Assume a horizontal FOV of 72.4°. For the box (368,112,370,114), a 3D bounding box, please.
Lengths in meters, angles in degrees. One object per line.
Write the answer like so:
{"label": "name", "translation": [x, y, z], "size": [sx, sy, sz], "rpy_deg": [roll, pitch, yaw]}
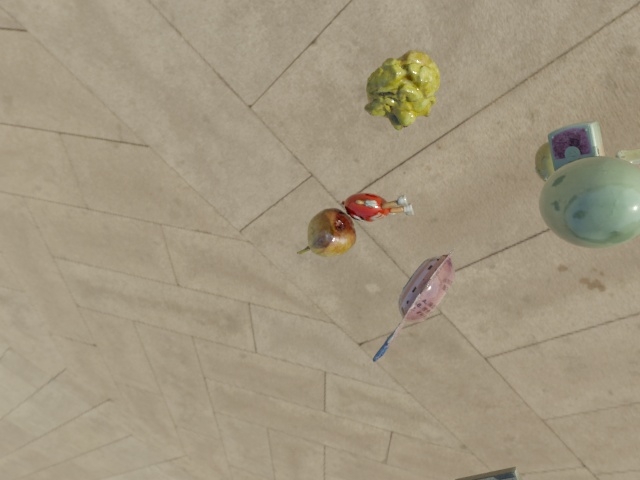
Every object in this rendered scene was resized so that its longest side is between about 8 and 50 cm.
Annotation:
{"label": "box", "translation": [0.213, -0.539, 1.723], "size": [0.031, 0.126, 0.091], "rpy_deg": [35, 107, -2]}

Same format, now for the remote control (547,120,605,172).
{"label": "remote control", "translation": [0.789, -0.181, 1.319], "size": [0.145, 0.050, 0.344], "rpy_deg": [2, 109, 62]}

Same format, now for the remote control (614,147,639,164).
{"label": "remote control", "translation": [1.215, -0.323, 1.694], "size": [0.122, 0.074, 0.032], "rpy_deg": [-7, 156, 17]}

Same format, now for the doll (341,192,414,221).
{"label": "doll", "translation": [0.157, -0.098, 1.285], "size": [0.217, 0.183, 0.085], "rpy_deg": [4, 83, 22]}

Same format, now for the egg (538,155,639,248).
{"label": "egg", "translation": [0.601, -0.084, 0.965], "size": [0.202, 0.283, 0.203], "rpy_deg": [0, 96, 2]}

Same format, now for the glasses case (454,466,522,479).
{"label": "glasses case", "translation": [0.521, 0.765, 1.356], "size": [0.205, 0.047, 0.071], "rpy_deg": [-30, 75, 28]}

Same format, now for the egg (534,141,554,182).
{"label": "egg", "translation": [0.964, -0.311, 1.776], "size": [0.164, 0.164, 0.202], "rpy_deg": [-35, 77, 38]}

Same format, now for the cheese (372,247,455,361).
{"label": "cheese", "translation": [0.198, 0.135, 0.913], "size": [0.074, 0.189, 0.286], "rpy_deg": [36, 96, 20]}

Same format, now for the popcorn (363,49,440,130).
{"label": "popcorn", "translation": [0.278, -0.513, 1.498], "size": [0.252, 0.215, 0.286], "rpy_deg": [30, 158, -26]}

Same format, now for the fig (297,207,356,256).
{"label": "fig", "translation": [0.000, 0.000, 1.443], "size": [0.159, 0.159, 0.257], "rpy_deg": [43, 138, -14]}
